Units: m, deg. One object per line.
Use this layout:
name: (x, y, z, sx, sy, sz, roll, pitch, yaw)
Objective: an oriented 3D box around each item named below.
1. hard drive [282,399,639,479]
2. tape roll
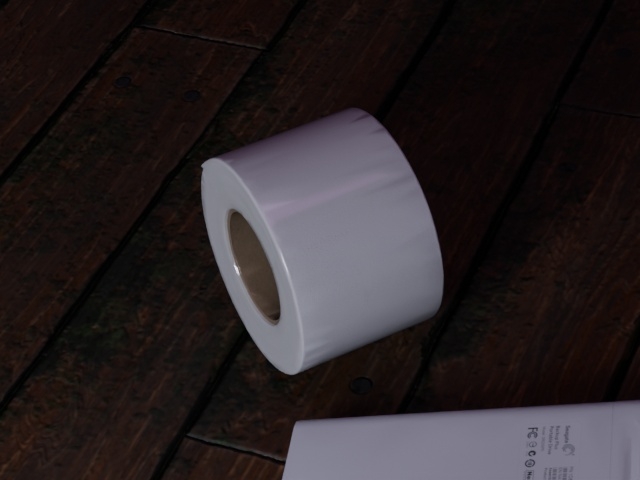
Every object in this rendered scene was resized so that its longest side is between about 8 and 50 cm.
hard drive: (0.131, 0.254, 1.686, 0.353, 0.047, 0.233, -5, 39, 15)
tape roll: (0.000, 0.000, 1.890, 0.169, 0.246, 0.246, -21, 43, -18)
